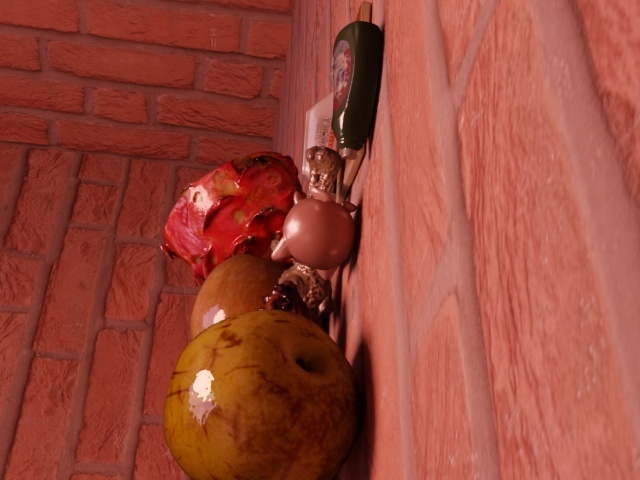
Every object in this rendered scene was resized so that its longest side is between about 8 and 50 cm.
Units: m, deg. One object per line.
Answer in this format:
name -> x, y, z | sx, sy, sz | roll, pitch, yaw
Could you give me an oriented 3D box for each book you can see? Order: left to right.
book -> 0.056, -0.239, 1.606 | 0.208, 0.020, 0.295 | 113, 162, -68

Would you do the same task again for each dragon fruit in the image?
dragon fruit -> -0.178, -0.022, 2.189 | 0.249, 0.386, 0.371 | 54, -178, 22

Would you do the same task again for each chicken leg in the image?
chicken leg -> -0.023, 0.263, 1.459 | 0.158, 0.096, 0.407 | 37, -137, -67

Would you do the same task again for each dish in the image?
dish -> 0.003, -0.204, 1.751 | 0.154, 0.064, 0.234 | 86, -171, -85

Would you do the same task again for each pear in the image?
pear -> -0.082, 0.235, 1.267 | 0.283, 0.283, 0.283 | -174, 90, -83

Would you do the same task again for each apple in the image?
apple -> -0.115, 0.147, 1.727 | 0.257, 0.257, 0.234 | 162, 120, -83

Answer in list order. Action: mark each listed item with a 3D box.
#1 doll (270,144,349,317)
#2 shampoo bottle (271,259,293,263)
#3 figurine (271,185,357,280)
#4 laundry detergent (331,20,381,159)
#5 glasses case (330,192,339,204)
doll -> -0.010, -0.006, 1.575 | 0.203, 0.091, 0.286 | 40, 110, 31
shampoo bottle -> -0.073, 0.145, 1.981 | 0.104, 0.104, 0.278 | -91, 10, -45
figurine -> -0.004, -0.012, 1.465 | 0.138, 0.125, 0.125 | -63, 11, 12
laundry detergent -> 0.050, -0.228, 1.446 | 0.137, 0.063, 0.211 | 159, 116, -68
glasses case -> 0.000, 0.000, 1.753 | 0.205, 0.047, 0.071 | 104, 171, -51
